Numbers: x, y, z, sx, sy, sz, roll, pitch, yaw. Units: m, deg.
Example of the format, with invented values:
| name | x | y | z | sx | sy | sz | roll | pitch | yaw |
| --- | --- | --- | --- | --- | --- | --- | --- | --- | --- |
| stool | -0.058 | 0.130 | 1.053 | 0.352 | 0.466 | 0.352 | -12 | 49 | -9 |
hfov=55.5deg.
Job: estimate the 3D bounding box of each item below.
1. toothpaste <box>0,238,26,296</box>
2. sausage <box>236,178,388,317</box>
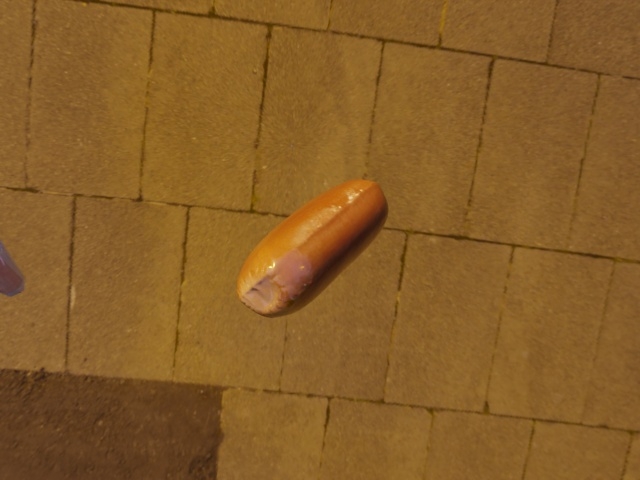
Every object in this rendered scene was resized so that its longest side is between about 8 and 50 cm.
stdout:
| name | x | y | z | sx | sy | sz | roll | pitch | yaw |
| --- | --- | --- | --- | --- | --- | --- | --- | --- | --- |
| toothpaste | -0.429 | 0.036 | 0.796 | 0.043 | 0.194 | 0.067 | 46 | 69 | 3 |
| sausage | 0.000 | 0.000 | 0.770 | 0.105 | 0.274 | 0.105 | 17 | 124 | 26 |
